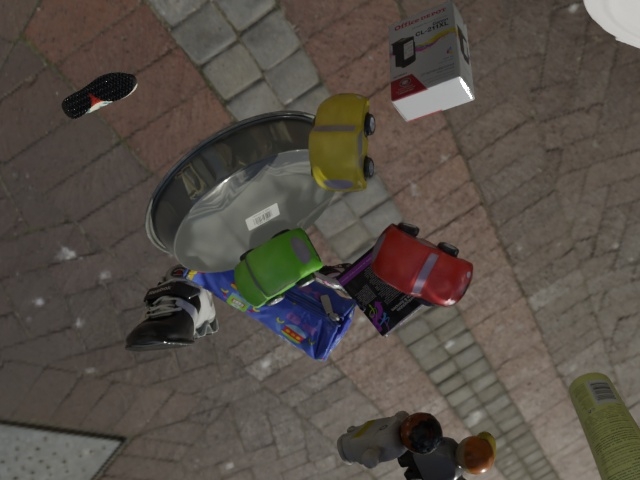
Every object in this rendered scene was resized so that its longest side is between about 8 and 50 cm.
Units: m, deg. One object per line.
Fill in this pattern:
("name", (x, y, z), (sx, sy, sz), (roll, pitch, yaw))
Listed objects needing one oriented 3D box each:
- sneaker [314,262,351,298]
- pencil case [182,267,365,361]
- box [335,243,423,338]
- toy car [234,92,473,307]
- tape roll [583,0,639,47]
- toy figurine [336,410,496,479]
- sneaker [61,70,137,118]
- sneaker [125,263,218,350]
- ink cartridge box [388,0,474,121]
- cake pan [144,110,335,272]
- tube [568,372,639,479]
("sneaker", (0.046, 0.087, 1.774), (0.178, 0.077, 0.072), (24, 162, -9))
("pencil case", (-0.082, 0.086, 1.204), (0.306, 0.119, 0.133), (31, 156, -1))
("box", (0.123, 0.101, 1.440), (0.116, 0.162, 0.029), (-39, 155, 2))
("toy car", (0.000, 0.000, 0.698), (0.225, 0.239, 0.053), (-33, 171, 19))
("tape roll", (0.384, -0.255, 0.625), (0.286, 0.286, 0.100), (14, 85, -34))
("toy figurine", (0.127, 0.316, 0.853), (0.148, 0.209, 0.213), (-21, 140, 37))
("sneaker", (-0.429, -0.295, 1.396), (0.161, 0.075, 0.057), (-23, 114, 13))
("sneaker", (-0.273, 0.119, 1.292), (0.122, 0.330, 0.146), (-4, 91, 4))
("ink cartridge box", (0.189, -0.312, 1.233), (0.127, 0.175, 0.072), (-16, 148, 28))
("cake pan", (-0.094, -0.053, 0.978), (0.293, 0.054, 0.293), (-27, 155, -14))
("tube", (0.378, 0.268, 0.891), (0.062, 0.240, 0.070), (15, 118, -10))
